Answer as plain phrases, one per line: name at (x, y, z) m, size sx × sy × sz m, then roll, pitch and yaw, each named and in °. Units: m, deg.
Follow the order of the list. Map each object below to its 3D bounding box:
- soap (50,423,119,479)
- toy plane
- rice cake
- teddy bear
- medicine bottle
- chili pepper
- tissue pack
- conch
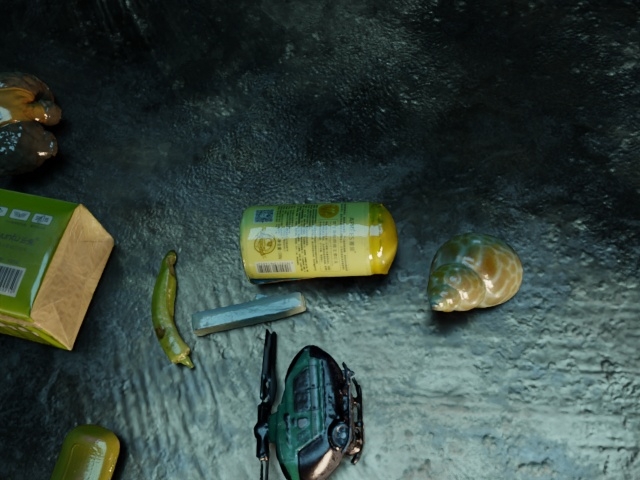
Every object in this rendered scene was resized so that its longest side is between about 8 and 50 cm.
soap at (-0.345, 0.339, 1.042) m, size 0.089 × 0.045 × 0.140 m, roll 11°, pitch 66°, yaw 9°
toy plane at (-0.022, 0.295, 0.994) m, size 0.155 × 0.106 × 0.381 m, roll -6°, pitch 66°, yaw 12°
rice cake at (-0.113, 0.110, 1.122) m, size 0.180 × 0.030 × 0.042 m, roll -12°, pitch 61°, yaw 1°
teddy bear at (-0.548, -0.203, 1.272) m, size 0.177 × 0.140 × 0.190 m, roll -26°, pitch 73°, yaw -8°
medicine bottle at (0.000, 0.000, 1.111) m, size 0.239 × 0.124 × 0.124 m, roll -3°, pitch 66°, yaw 6°
chili pepper at (-0.244, 0.107, 1.136) m, size 0.049 × 0.043 × 0.208 m, roll -21°, pitch 64°, yaw 12°
tissue pack at (-0.507, 0.033, 1.136) m, size 0.275 × 0.167 × 0.200 m, roll 10°, pitch 66°, yaw 13°
conch at (0.228, 0.045, 1.070) m, size 0.173 × 0.106 × 0.116 m, roll -4°, pitch 83°, yaw -9°
